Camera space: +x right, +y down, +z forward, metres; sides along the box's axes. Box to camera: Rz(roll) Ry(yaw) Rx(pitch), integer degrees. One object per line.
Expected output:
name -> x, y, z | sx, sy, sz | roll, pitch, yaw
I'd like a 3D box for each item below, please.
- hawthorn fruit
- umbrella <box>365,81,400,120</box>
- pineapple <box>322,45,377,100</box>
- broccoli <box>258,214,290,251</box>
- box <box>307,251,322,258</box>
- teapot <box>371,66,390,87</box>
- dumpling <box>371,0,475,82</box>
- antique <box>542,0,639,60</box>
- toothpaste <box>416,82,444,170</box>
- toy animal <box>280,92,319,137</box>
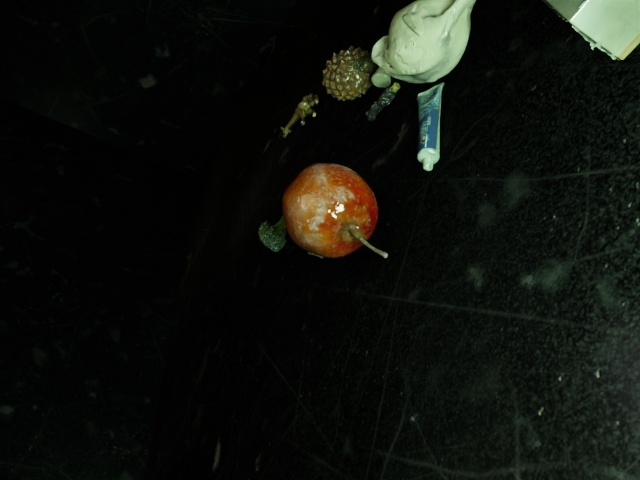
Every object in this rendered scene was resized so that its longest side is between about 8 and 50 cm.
hawthorn fruit -> 0.026, -0.078, 1.441 | 0.263, 0.235, 0.231 | 150, 137, -68
umbrella -> 0.174, -0.389, 1.666 | 0.144, 0.037, 0.040 | -44, 18, 50
pineapple -> 0.100, -0.511, 1.806 | 0.193, 0.166, 0.166 | -2, 67, 59
broccoli -> -0.126, -0.059, 1.990 | 0.118, 0.122, 0.204 | 0, 54, 51
box -> 0.000, 0.000, 1.673 | 0.063, 0.060, 0.084 | 125, 155, -48
teapot -> 0.187, -0.490, 1.720 | 0.067, 0.057, 0.083 | 1, 61, 26
dumpling -> 0.279, -0.491, 1.423 | 0.243, 0.187, 0.318 | -34, 13, -33
antique -> 0.441, -0.377, 0.895 | 0.152, 0.148, 0.146 | -52, 27, 32
toothpaste -> 0.251, -0.262, 1.366 | 0.069, 0.047, 0.268 | 120, 164, -52
toy animal -> -0.079, -0.492, 2.324 | 0.275, 0.054, 0.149 | -7, 65, 62
